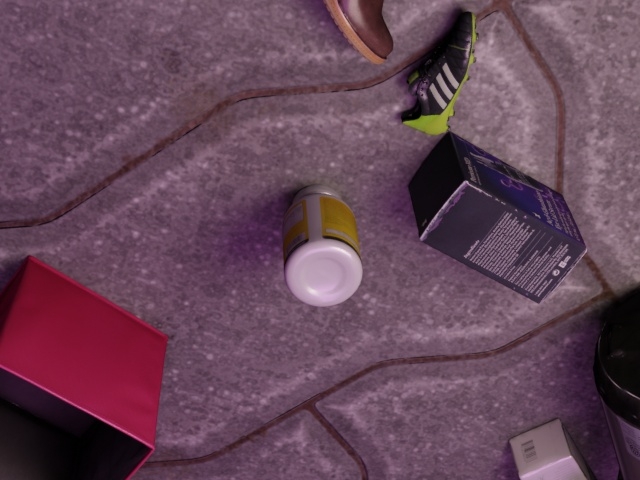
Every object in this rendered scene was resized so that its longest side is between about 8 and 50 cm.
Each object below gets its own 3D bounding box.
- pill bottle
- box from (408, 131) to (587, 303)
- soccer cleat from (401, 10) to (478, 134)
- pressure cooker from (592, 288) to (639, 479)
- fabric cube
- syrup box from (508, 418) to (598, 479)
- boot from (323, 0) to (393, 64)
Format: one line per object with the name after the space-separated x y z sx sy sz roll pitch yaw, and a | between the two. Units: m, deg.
0.000 0.000 1.545 0.103 0.184 0.103 -1 122 -2 | pill bottle
0.237 -0.032 1.557 0.207 0.153 0.108 27 116 -19 | box
0.156 -0.218 1.495 0.072 0.060 0.178 12 123 -8 | soccer cleat
0.603 0.286 1.645 0.376 0.370 0.420 -16 117 11 | pressure cooker
-0.397 0.233 1.627 0.254 0.258 0.259 32 114 -21 | fabric cube
0.406 0.413 1.871 0.096 0.093 0.237 -26 119 13 | syrup box
0.092 -0.354 1.388 0.207 0.090 0.248 -24 116 14 | boot
